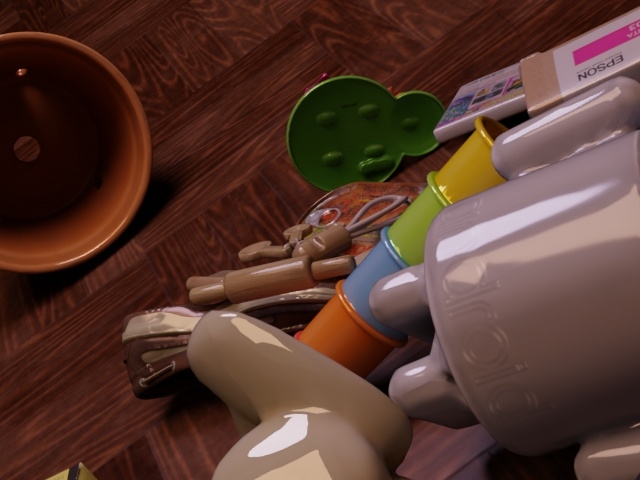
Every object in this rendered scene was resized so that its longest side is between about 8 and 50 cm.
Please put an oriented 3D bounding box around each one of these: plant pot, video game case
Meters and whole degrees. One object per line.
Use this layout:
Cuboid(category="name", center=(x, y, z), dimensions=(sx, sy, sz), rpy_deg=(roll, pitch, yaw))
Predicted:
Cuboid(category="plant pot", center=(-0.368, -0.113, 1.825), dimensions=(0.291, 0.291, 0.203), rpy_deg=(-40, 13, -7))
Cuboid(category="video game case", center=(0.202, -0.157, 1.492), dimensions=(0.157, 0.019, 0.143), rpy_deg=(-20, 17, 25))

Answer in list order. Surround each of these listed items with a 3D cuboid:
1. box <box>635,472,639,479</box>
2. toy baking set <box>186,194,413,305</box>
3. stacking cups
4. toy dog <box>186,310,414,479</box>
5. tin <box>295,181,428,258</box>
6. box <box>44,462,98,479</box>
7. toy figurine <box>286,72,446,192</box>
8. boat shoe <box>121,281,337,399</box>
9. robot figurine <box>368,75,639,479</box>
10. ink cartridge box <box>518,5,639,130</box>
Cuboid(category="box", center=(0.302, 0.181, 0.658), dimensions=(0.343, 0.179, 0.312), rpy_deg=(-59, 31, -3))
Cuboid(category="toy baking set", center=(-0.003, 0.003, 1.357), dimensions=(0.256, 0.030, 0.197), rpy_deg=(-11, 17, 26))
Cuboid(category="stacking cups", center=(0.069, 0.041, 1.238), dimensions=(0.316, 0.096, 0.096), rpy_deg=(-50, 24, 21))
Cuboid(category="toy dog", center=(-0.041, 0.321, 0.874), dimensions=(0.395, 0.284, 0.408), rpy_deg=(27, 59, 19))
Cuboid(category="tin", center=(0.051, -0.011, 1.453), dimensions=(0.189, 0.040, 0.106), rpy_deg=(5, 44, 48))
Cuboid(category="box", center=(-0.306, 0.296, 1.352), dimensions=(0.232, 0.058, 0.087), rpy_deg=(-27, 30, 13))
Cuboid(category="toy figurine", center=(0.042, -0.139, 1.597), dimensions=(0.173, 0.130, 0.159), rpy_deg=(-12, 20, -2))
Cuboid(category="boat shoe", center=(-0.070, 0.106, 1.379), dimensions=(0.257, 0.095, 0.095), rpy_deg=(-12, 70, 26))
Cuboid(category="robot figurine", center=(0.215, 0.033, 1.045), dimensions=(0.353, 0.200, 0.300), rpy_deg=(-23, 71, 23))
Cuboid(category="ink cartridge box", center=(0.304, -0.098, 1.153), dimensions=(0.234, 0.193, 0.088), rpy_deg=(-25, 30, 19))
